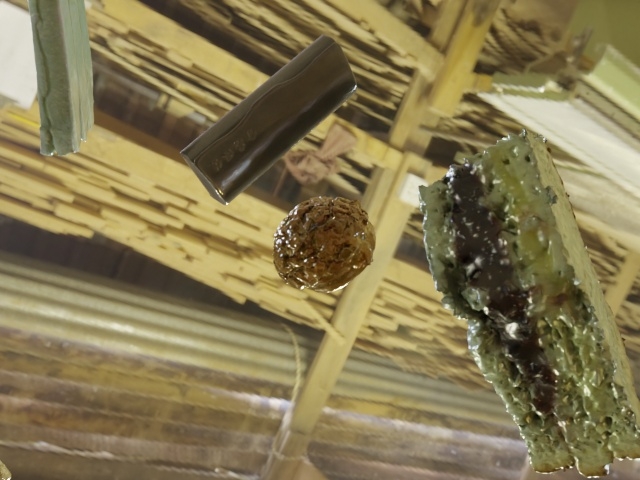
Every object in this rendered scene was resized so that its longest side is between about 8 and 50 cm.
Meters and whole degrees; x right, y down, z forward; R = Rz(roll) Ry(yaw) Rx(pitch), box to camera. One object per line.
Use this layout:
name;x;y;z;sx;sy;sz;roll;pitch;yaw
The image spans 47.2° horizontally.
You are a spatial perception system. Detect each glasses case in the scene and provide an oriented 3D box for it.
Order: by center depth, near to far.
glasses case;-0.046;-0.118;0.723;0.042;0.190;0.072;31;158;45

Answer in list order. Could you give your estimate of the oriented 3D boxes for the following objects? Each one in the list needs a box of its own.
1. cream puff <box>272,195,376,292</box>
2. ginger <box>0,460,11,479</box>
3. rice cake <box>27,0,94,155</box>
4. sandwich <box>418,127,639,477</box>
cream puff;0.000;0.000;1.093;0.115;0.165;0.150;50;179;-41
ginger;-0.510;0.276;0.845;0.287;0.089;0.075;11;-147;-24
rice cake;-0.258;-0.203;0.725;0.038;0.211;0.124;-1;-154;-6
sandwich;0.217;0.045;0.759;0.325;0.131;0.262;60;-156;-23
